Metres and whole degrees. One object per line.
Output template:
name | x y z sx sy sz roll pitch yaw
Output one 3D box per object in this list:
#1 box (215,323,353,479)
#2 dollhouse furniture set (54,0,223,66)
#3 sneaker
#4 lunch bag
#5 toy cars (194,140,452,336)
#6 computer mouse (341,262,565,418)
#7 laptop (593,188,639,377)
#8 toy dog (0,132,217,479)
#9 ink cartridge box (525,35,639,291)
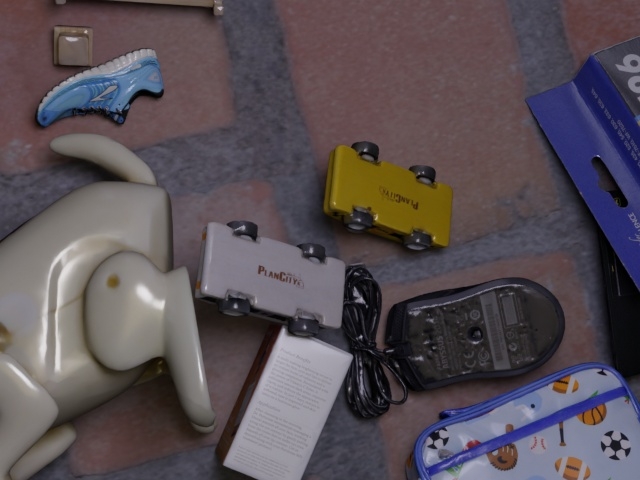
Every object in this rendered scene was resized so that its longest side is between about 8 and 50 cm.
box | -0.045 0.192 1.396 0.091 0.130 0.170 24 83 -6
dollhouse furniture set | -0.161 -0.390 1.447 0.303 0.174 0.356 3 112 -12
sneaker | -0.258 -0.167 1.413 0.162 0.063 0.073 -25 95 -10
lunch bag | 0.257 0.286 1.432 0.303 0.115 0.243 -19 70 -12
toy cars | 0.000 0.000 1.382 0.393 0.087 0.176 -34 101 -39
computer mouse | 0.160 0.109 1.471 0.272 0.072 0.189 -7 90 2
laptop | 0.494 0.038 1.488 0.264 0.136 0.234 -6 87 -27
toy dog | -0.339 0.093 1.280 0.407 0.284 0.395 -12 89 -8
ink cartridge box | 0.460 -0.125 1.473 0.307 0.072 0.304 -21 66 -12
